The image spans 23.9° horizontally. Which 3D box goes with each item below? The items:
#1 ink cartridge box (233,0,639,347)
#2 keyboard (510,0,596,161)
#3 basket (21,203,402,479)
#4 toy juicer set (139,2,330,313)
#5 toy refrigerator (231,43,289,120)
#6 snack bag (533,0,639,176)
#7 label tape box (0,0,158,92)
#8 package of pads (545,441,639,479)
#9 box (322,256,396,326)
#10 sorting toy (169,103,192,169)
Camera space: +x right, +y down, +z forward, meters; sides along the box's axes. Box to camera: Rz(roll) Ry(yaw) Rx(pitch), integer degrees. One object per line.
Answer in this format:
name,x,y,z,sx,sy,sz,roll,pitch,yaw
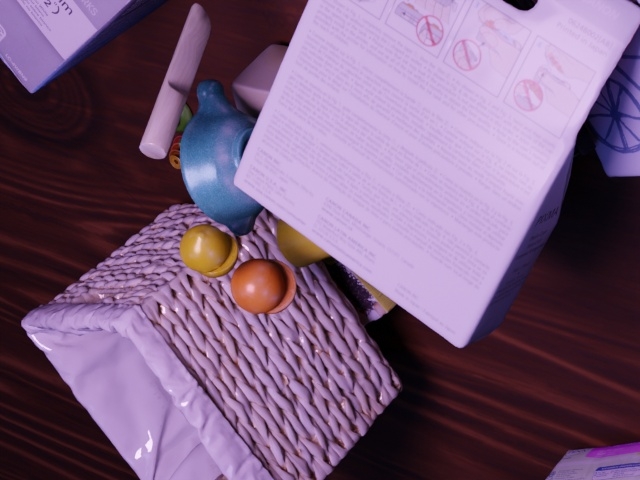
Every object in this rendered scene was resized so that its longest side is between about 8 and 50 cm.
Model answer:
ink cartridge box,0.113,-0.134,1.468,0.308,0.091,0.385,37,119,20
keyboard,0.168,-0.214,1.469,0.317,0.033,0.201,55,163,1
basket,-0.128,0.147,1.854,0.331,0.266,0.328,57,153,-16
toy juicer set,-0.114,-0.062,1.632,0.089,0.209,0.329,-12,121,42
toy refrigerator,0.043,-0.134,1.670,0.269,0.094,0.102,16,138,32
snack bag,0.286,-0.207,1.324,0.342,0.037,0.323,61,157,-14
label tape box,-0.181,-0.316,1.590,0.115,0.249,0.348,52,140,-6
package of pads,0.424,0.364,1.738,0.229,0.101,0.296,-18,110,49
box,0.000,0.000,1.841,0.232,0.058,0.087,50,140,-2
sorting toy,-0.179,-0.130,1.902,0.061,0.042,0.102,-2,120,42
